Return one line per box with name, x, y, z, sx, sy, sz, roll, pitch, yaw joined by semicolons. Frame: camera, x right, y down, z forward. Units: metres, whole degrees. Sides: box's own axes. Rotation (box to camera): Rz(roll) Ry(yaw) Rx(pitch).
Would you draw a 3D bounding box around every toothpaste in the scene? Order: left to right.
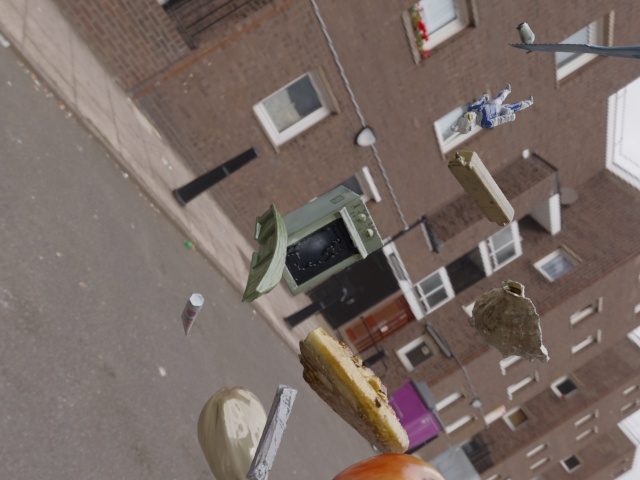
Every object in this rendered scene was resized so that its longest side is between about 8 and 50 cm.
toothpaste;-0.380;0.211;1.534;0.194;0.043;0.067;-52;-127;50

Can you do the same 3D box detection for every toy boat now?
toy boat;-0.117;0.033;1.130;0.055;0.093;0.293;37;30;-24

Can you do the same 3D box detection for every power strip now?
power strip;0.372;-0.120;1.212;0.064;0.044;0.305;11;-19;44

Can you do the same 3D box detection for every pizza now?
pizza;0.070;0.333;1.161;0.409;0.114;0.277;56;-16;-20

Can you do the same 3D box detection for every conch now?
conch;0.551;0.246;1.541;0.263;0.186;0.324;53;5;37

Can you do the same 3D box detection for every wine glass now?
wine glass;0.573;-0.566;1.470;0.083;0.039;0.042;52;-20;-18

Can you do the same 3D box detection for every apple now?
apple;0.127;0.518;0.991;0.242;0.241;0.242;49;17;-21

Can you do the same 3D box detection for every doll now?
doll;0.431;-0.330;1.354;0.114;0.227;0.057;50;-16;34

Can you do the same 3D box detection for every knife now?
knife;0.423;-0.302;0.832;0.044;0.019;0.313;8;14;-32

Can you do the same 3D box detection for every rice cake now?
rice cake;-0.124;0.490;1.350;0.055;0.049;0.270;38;50;-23

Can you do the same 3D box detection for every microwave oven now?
microwave oven;0.000;0.000;1.827;0.218;0.355;0.286;62;-5;-19

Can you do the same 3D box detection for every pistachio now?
pistachio;-0.245;0.590;1.544;0.226;0.207;0.332;95;-25;-63
